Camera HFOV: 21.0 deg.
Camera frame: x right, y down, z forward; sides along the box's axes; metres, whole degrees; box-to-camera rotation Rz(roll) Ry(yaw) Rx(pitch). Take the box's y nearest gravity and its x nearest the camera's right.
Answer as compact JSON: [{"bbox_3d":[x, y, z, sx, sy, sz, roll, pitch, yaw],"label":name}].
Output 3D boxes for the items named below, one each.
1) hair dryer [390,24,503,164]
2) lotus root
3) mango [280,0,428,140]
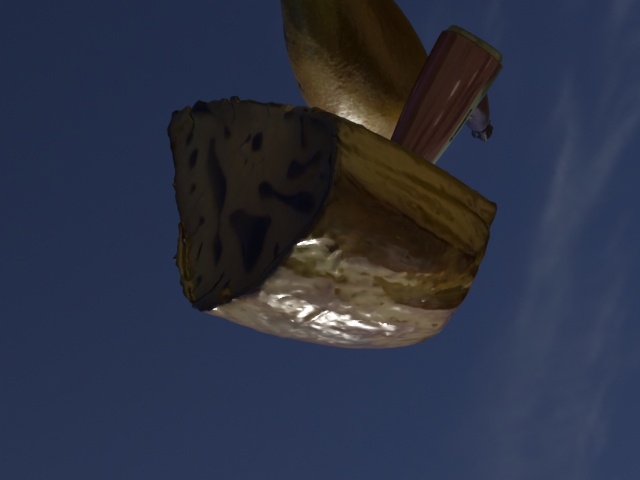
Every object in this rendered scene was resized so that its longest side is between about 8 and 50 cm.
[{"bbox_3d":[0.112,-0.100,1.351,0.106,0.054,0.154,-61,-23,4],"label":"hair dryer"},{"bbox_3d":[0.004,-0.001,0.745,0.135,0.159,0.095,20,-90,-18],"label":"lotus root"},{"bbox_3d":[0.024,-0.162,1.409,0.227,0.099,0.136,56,-146,-51],"label":"mango"}]
